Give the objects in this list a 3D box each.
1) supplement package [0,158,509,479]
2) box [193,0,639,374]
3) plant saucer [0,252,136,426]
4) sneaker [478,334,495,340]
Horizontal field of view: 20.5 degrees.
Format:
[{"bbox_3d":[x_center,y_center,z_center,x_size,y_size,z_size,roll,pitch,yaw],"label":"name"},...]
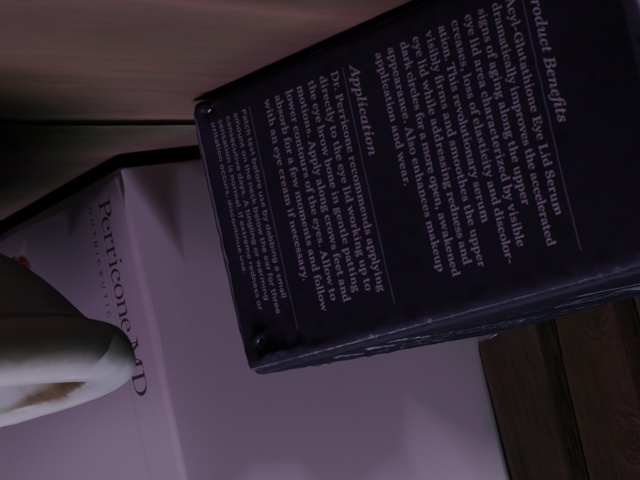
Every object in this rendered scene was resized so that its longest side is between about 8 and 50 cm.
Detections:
[{"bbox_3d":[-0.075,0.071,0.891,0.175,0.178,0.293,-8,172,-35],"label":"supplement package"},{"bbox_3d":[0.082,-0.028,0.642,0.207,0.108,0.153,-19,171,42],"label":"box"},{"bbox_3d":[-0.271,0.046,0.638,0.400,0.101,0.400,-12,173,-1],"label":"plant saucer"},{"bbox_3d":[0.124,-0.010,0.928,0.281,0.106,0.162,-19,174,42],"label":"sneaker"}]
